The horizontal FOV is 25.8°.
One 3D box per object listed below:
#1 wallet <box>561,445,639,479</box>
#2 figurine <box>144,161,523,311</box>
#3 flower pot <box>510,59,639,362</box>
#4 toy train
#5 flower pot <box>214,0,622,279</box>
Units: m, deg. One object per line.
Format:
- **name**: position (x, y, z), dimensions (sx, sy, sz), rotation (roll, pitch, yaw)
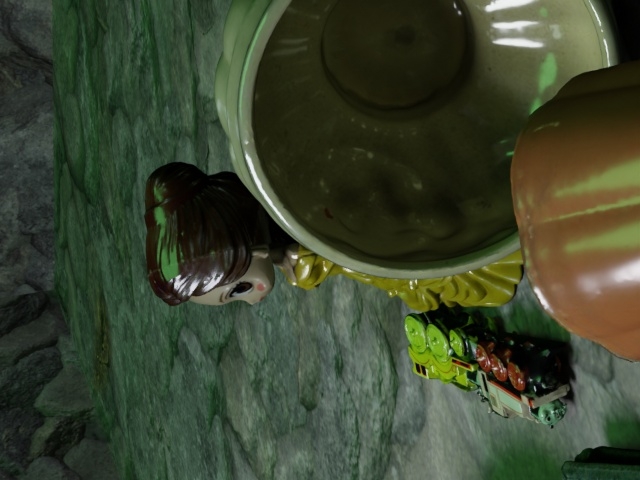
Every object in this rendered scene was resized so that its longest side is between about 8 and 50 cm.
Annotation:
- **wallet**: position (0.263, 0.232, 1.012), dimensions (0.236, 0.055, 0.160), rotation (-16, 90, 69)
- **figurine**: position (0.001, 0.004, 1.237), dimensions (0.187, 0.315, 0.168), rotation (-139, 45, -61)
- **flower pot**: position (0.233, -0.029, 0.818), dimensions (0.173, 0.190, 0.191), rotation (-18, 81, 59)
- **toy train**: position (0.150, 0.110, 1.267), dimensions (0.249, 0.053, 0.085), rotation (18, 124, 67)
- **flower pot**: position (0.068, -0.139, 1.080), dimensions (0.244, 0.307, 0.307), rotation (-103, 13, -66)
